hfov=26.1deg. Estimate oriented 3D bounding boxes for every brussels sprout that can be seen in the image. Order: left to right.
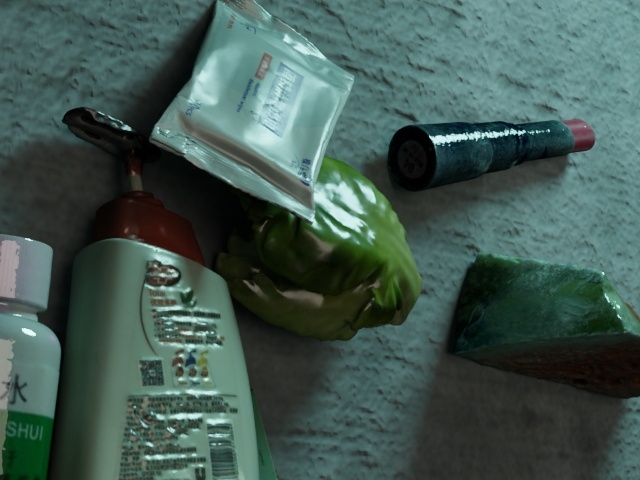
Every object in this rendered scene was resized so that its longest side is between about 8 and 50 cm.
[{"bbox_3d":[0.003,-0.001,1.008,0.181,0.100,0.139,22,52,-17],"label":"brussels sprout"}]

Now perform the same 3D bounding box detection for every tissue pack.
[{"bbox_3d":[-0.042,-0.099,0.977,0.122,0.026,0.193,29,41,-11],"label":"tissue pack"}]

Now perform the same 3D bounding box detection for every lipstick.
[{"bbox_3d":[0.158,-0.078,1.172,0.234,0.053,0.053,-9,88,-42],"label":"lipstick"}]

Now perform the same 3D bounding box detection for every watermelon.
[{"bbox_3d":[0.240,0.083,1.174,0.241,0.154,0.094,29,65,-47],"label":"watermelon"}]

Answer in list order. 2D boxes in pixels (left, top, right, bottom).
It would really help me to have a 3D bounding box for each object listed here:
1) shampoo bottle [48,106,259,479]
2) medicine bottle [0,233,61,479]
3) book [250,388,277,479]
[{"bbox_3d":[-0.119,0.055,0.905,0.153,0.071,0.284,8,66,-42],"label":"shampoo bottle"},{"bbox_3d":[-0.207,0.127,0.815,0.095,0.095,0.260,15,72,-37],"label":"medicine bottle"},{"bbox_3d":[-0.089,0.169,0.952,0.135,0.017,0.103,-14,90,-40],"label":"book"}]
